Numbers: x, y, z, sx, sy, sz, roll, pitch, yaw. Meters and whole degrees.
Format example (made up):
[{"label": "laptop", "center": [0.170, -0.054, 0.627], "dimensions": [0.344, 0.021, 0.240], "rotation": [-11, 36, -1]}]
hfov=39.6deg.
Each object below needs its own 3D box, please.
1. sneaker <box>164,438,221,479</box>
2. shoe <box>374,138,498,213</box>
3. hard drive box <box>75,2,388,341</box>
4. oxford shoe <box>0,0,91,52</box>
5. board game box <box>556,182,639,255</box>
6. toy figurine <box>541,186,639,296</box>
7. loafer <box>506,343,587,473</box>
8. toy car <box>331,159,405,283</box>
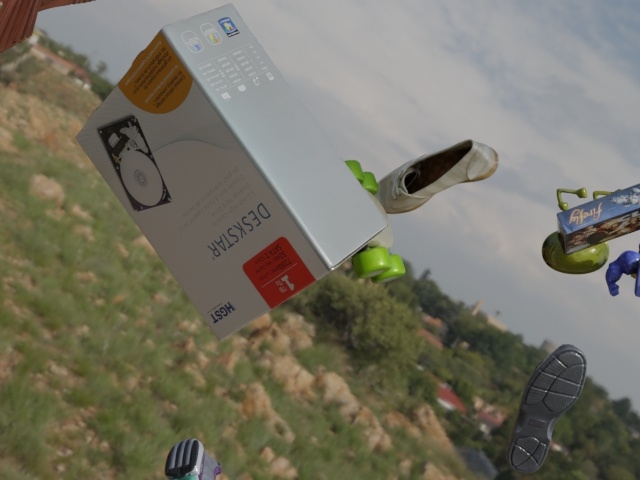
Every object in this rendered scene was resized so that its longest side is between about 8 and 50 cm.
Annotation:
[{"label": "sneaker", "center": [-0.186, 0.407, 1.296], "dimensions": [0.083, 0.223, 0.098], "rotation": [-15, -44, 28]}, {"label": "shoe", "center": [0.155, -0.099, 1.315], "dimensions": [0.219, 0.076, 0.058], "rotation": [-21, -27, 35]}, {"label": "hard drive box", "center": [-0.082, -0.053, 0.774], "dimensions": [0.232, 0.181, 0.089], "rotation": [54, 45, 0]}, {"label": "oxford shoe", "center": [-0.290, -0.329, 0.934], "dimensions": [0.146, 0.140, 0.397], "rotation": [43, 44, -2]}, {"label": "board game box", "center": [0.537, -0.050, 1.549], "dimensions": [0.165, 0.243, 0.042], "rotation": [42, 30, -69]}, {"label": "toy figurine", "center": [0.598, 0.025, 1.616], "dimensions": [0.363, 0.191, 0.217], "rotation": [7, 22, 9]}, {"label": "loafer", "center": [0.462, 0.341, 1.867], "dimensions": [0.109, 0.302, 0.095], "rotation": [19, 17, -2]}, {"label": "toy car", "center": [0.000, 0.000, 1.237], "dimensions": [0.149, 0.188, 0.155], "rotation": [24, 47, -70]}]
